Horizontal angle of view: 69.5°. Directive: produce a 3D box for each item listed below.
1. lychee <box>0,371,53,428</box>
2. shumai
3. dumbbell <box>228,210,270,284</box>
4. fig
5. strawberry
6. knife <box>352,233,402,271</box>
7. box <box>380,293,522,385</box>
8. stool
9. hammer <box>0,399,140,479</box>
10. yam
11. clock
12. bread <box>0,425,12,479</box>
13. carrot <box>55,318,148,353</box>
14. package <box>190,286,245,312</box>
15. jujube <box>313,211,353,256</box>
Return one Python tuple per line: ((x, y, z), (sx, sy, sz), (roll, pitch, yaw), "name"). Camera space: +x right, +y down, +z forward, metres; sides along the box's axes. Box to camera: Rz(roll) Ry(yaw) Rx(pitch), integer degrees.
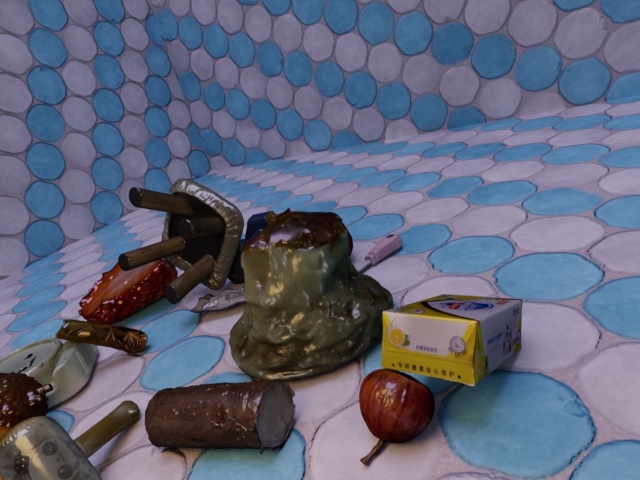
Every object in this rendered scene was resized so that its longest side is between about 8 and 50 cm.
((-0.710, 0.388, 1.023), (0.238, 0.200, 0.200), (-33, 23, -5), "lychee")
((-0.049, 0.097, 1.039), (0.397, 0.324, 0.324), (-17, 23, 0), "shumai")
((-0.234, 0.018, 1.623), (0.143, 0.157, 0.316), (18, 29, 7), "dumbbell")
((0.122, 0.278, 0.748), (0.128, 0.128, 0.151), (-11, 49, 17), "fig")
((-0.647, 0.177, 1.581), (0.265, 0.149, 0.336), (11, 45, 40), "strawberry")
((0.115, 0.071, 1.365), (0.335, 0.043, 0.081), (-32, 20, -29), "knife")
((0.241, 0.161, 0.818), (0.168, 0.097, 0.265), (0, 1, 39), "box")
((-0.432, -0.006, 1.412), (0.310, 0.311, 0.226), (29, 22, 24), "stool")
((-0.444, 0.391, 0.889), (0.113, 0.202, 0.305), (-40, -5, 13), "hammer")
((-0.194, 0.326, 0.860), (0.279, 0.131, 0.131), (-10, 22, 22), "yam")
((-0.785, 0.367, 1.242), (0.323, 0.109, 0.265), (-22, 22, -11), "clock")
((-0.667, 0.454, 0.836), (0.339, 0.179, 0.194), (-23, 21, -15), "bread")
((-0.593, 0.260, 1.259), (0.228, 0.069, 0.069), (17, 9, -23), "carrot")
((-0.268, 0.175, 1.404), (0.231, 0.040, 0.166), (-12, 11, 3), "package")
((0.000, 0.000, 1.463), (0.183, 0.184, 0.243), (-24, 30, -17), "jujube")
